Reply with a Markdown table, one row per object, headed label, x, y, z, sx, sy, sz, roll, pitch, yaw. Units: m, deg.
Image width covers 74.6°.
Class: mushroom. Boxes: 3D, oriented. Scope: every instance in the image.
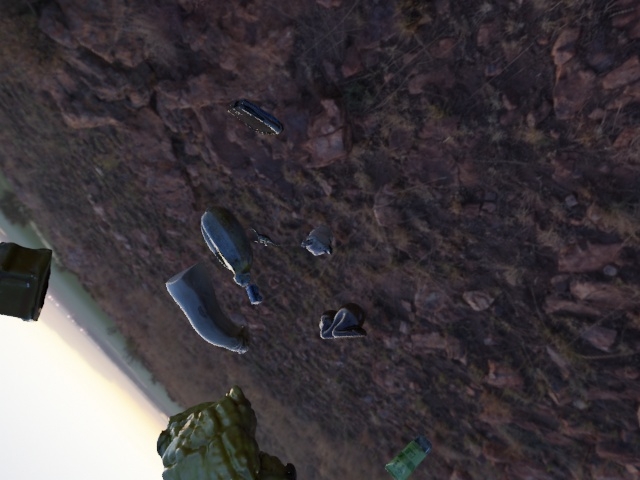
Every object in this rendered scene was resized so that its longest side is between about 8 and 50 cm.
| label | x | y | z | sx | sy | sz | roll | pitch | yaw |
| --- | --- | --- | --- | --- | --- | --- | --- | --- | --- |
| mushroom | -0.419 | 0.281 | 1.619 | 0.126 | 0.177 | 0.397 | -27 | 94 | 53 |

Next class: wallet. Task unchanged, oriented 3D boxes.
| label | x | y | z | sx | sy | sz | roll | pitch | yaw |
| --- | --- | --- | --- | --- | --- | --- | --- | --- | --- |
| wallet | -0.236 | -0.434 | 1.485 | 0.169 | 0.044 | 0.317 | 32 | -179 | -24 |

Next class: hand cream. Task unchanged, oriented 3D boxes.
| label | x | y | z | sx | sy | sz | roll | pitch | yaw |
| --- | --- | --- | --- | --- | --- | --- | --- | --- | --- |
| hand cream | 0.312 | 0.756 | 1.463 | 0.095 | 0.175 | 0.046 | 29 | 152 | 57 |

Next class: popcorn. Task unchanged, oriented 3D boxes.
| label | x | y | z | sx | sy | sz | roll | pitch | yaw |
| --- | --- | --- | --- | --- | --- | --- | --- | --- | --- |
| popcorn | -0.243 | 0.501 | 1.010 | 0.293 | 0.237 | 0.293 | 58 | -173 | -11 |

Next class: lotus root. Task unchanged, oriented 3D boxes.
| label | x | y | z | sx | sy | sz | roll | pitch | yaw |
| --- | --- | --- | --- | --- | --- | --- | --- | --- | --- |
| lotus root | -0.328 | 0.014 | 1.567 | 0.322 | 0.140 | 0.158 | 57 | 151 | 7 |

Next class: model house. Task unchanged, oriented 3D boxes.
| label | x | y | z | sx | sy | sz | roll | pitch | yaw |
| --- | --- | --- | --- | --- | --- | --- | --- | --- | --- |
| model house | -0.943 | 0.124 | 1.241 | 0.239 | 0.268 | 0.173 | 15 | -177 | -25 |

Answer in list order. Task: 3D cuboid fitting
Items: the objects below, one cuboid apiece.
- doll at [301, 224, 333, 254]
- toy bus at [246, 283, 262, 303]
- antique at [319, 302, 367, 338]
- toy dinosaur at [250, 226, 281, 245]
| label | x | y | z | sx | sy | sz | roll | pitch | yaw |
| --- | --- | --- | --- | --- | --- | --- | --- | --- | --- |
| doll | 0.000 | 0.000 | 1.934 | 0.149 | 0.192 | 0.095 | 18 | 122 | 2 |
| toy bus | -0.285 | 0.232 | 1.803 | 0.038 | 0.046 | 0.083 | -39 | 68 | 46 |
| antique | 0.090 | 0.346 | 1.788 | 0.257 | 0.121 | 0.143 | -27 | 62 | 53 |
| toy dinosaur | -0.277 | -0.001 | 2.095 | 0.180 | 0.058 | 0.037 | 32 | 162 | -20 |
